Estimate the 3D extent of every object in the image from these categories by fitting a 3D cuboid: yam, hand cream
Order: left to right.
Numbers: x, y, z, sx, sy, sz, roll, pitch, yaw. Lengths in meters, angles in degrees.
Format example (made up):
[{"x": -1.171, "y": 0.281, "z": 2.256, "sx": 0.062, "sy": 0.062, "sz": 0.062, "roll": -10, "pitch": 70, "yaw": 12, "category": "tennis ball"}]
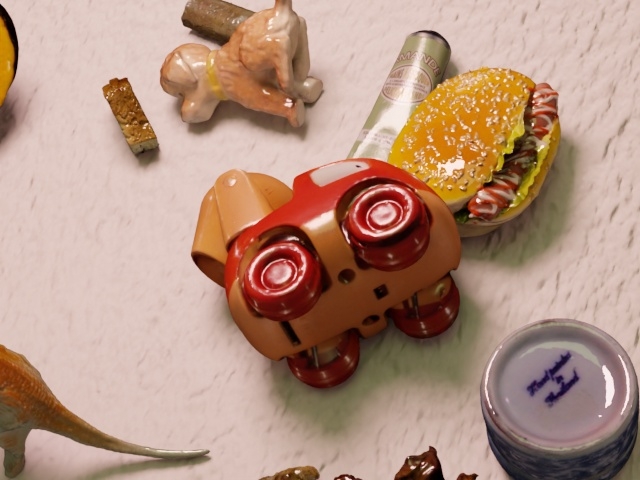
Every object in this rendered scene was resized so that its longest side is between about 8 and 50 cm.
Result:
[{"x": -0.109, "y": -0.268, "z": 1.691, "sx": 0.132, "sy": 0.054, "sz": 0.054, "roll": 24, "pitch": 65, "yaw": 27, "category": "yam"}, {"x": 0.093, "y": -0.146, "z": 1.567, "sx": 0.086, "sy": 0.055, "sz": 0.235, "roll": 15, "pitch": 68, "yaw": 24, "category": "hand cream"}]

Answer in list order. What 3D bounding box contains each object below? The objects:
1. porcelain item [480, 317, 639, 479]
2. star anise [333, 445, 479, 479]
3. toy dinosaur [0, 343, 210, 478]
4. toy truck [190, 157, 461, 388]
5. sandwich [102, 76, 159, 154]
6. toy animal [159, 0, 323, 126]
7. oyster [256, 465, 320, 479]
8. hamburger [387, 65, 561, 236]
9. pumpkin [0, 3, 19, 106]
[{"x": 0.227, "y": 0.160, "z": 1.288, "sx": 0.147, "sy": 0.114, "sz": 0.147, "roll": -5, "pitch": 57, "yaw": 8, "category": "porcelain item"}, {"x": 0.086, "y": 0.283, "z": 1.235, "sx": 0.220, "sy": 0.126, "sz": 0.190, "roll": -1, "pitch": 53, "yaw": 15, "category": "star anise"}, {"x": -0.308, "y": 0.169, "z": 1.374, "sx": 0.393, "sy": 0.205, "sz": 0.092, "roll": 24, "pitch": 56, "yaw": 4, "category": "toy dinosaur"}, {"x": 0.000, "y": 0.000, "z": 1.407, "sx": 0.265, "sy": 0.189, "sz": 0.239, "roll": -26, "pitch": 49, "yaw": 1, "category": "toy truck"}, {"x": -0.229, "y": -0.151, "z": 1.628, "sx": 0.035, "sy": 0.093, "sz": 0.105, "roll": -26, "pitch": 23, "yaw": -5, "category": "sandwich"}, {"x": -0.108, "y": -0.229, "z": 1.594, "sx": 0.185, "sy": 0.184, "sz": 0.104, "roll": 5, "pitch": 33, "yaw": 24, "category": "toy animal"}, {"x": -0.056, "y": 0.271, "z": 1.316, "sx": 0.103, "sy": 0.051, "sz": 0.148, "roll": 26, "pitch": 55, "yaw": 18, "category": "oyster"}, {"x": 0.169, "y": -0.101, "z": 1.477, "sx": 0.173, "sy": 0.116, "sz": 0.210, "roll": 18, "pitch": 60, "yaw": 24, "category": "hamburger"}, {"x": -0.523, "y": -0.182, "z": 1.655, "sx": 0.325, "sy": 0.242, "sz": 0.232, "roll": -42, "pitch": 29, "yaw": -11, "category": "pumpkin"}]
